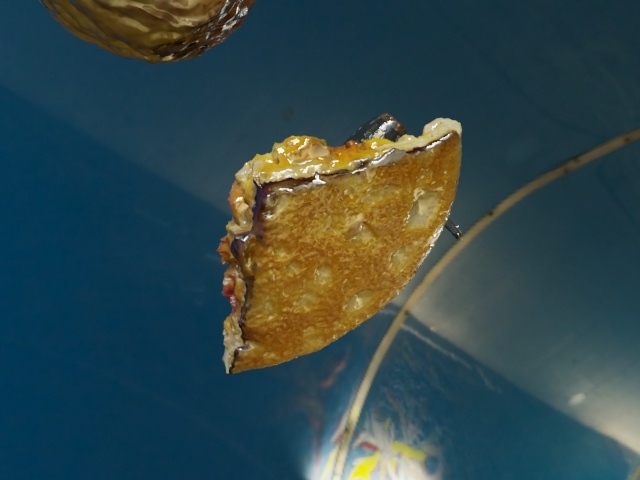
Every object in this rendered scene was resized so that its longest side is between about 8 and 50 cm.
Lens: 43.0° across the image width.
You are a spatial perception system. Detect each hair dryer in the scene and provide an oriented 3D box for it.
[{"bbox_3d":[0.140,-0.075,1.664,0.304,0.359,0.120,-51,-34,3],"label":"hair dryer"}]

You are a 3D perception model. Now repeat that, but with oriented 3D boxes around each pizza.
[{"bbox_3d":[0.000,0.000,0.954,0.277,0.114,0.409,28,-73,-35],"label":"pizza"}]

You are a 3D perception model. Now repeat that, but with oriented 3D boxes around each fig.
[{"bbox_3d":[-0.230,-0.290,0.785,0.368,0.286,0.286,-38,-16,-42],"label":"fig"}]
